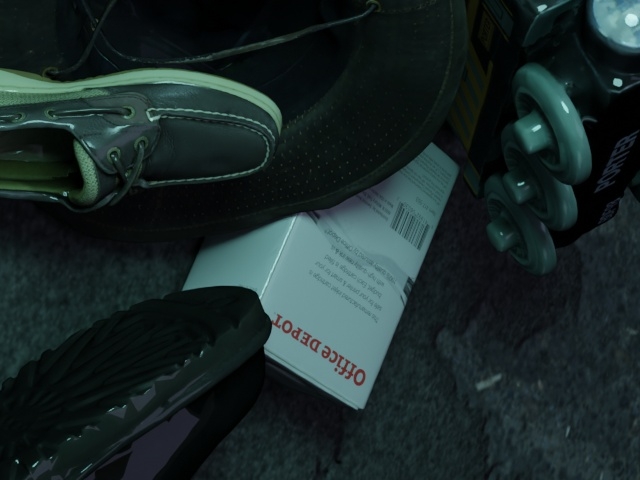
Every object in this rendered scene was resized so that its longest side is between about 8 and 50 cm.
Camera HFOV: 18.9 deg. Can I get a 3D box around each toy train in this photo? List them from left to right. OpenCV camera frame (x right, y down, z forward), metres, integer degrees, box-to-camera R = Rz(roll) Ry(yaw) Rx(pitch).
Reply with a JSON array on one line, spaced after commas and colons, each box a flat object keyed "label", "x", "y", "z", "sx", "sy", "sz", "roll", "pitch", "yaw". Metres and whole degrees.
[{"label": "toy train", "x": 0.148, "y": -0.108, "z": 1.215, "sx": 0.142, "sy": 0.190, "sz": 0.334, "roll": -27, "pitch": 164, "yaw": -10}]

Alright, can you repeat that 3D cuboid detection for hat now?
[{"label": "hat", "x": -0.075, "y": -0.152, "z": 1.142, "sx": 0.331, "sy": 0.134, "sz": 0.331, "roll": -8, "pitch": 137, "yaw": -8}]

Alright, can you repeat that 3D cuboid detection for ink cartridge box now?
[{"label": "ink cartridge box", "x": 0.000, "y": 0.000, "z": 1.307, "sx": 0.139, "sy": 0.082, "sz": 0.190, "roll": 36, "pitch": 73, "yaw": -46}]

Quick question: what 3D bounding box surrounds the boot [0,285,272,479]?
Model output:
[{"label": "boot", "x": -0.130, "y": 0.213, "z": 1.175, "sx": 0.348, "sy": 0.131, "sz": 0.260, "roll": -39, "pitch": 118, "yaw": -22}]

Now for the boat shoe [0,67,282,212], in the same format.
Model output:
[{"label": "boat shoe", "x": -0.131, "y": -0.050, "z": 1.083, "sx": 0.223, "sy": 0.073, "sz": 0.080, "roll": 3, "pitch": 136, "yaw": -11}]
